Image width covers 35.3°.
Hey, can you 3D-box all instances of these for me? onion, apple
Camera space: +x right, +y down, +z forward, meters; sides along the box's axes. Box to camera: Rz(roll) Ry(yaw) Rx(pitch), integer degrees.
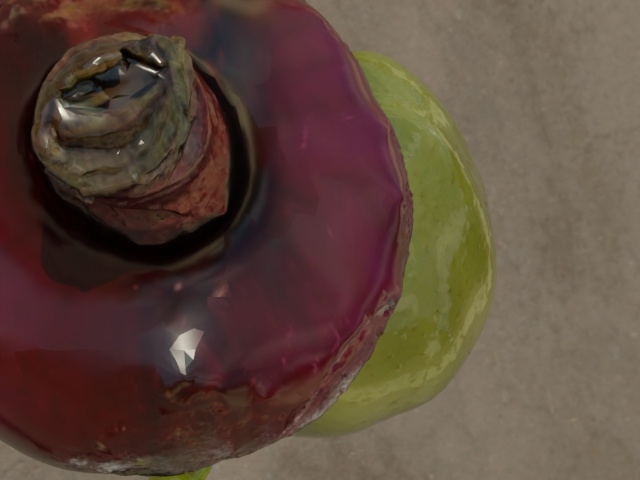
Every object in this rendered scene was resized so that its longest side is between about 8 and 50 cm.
[{"bbox_3d":[-0.114,-0.050,0.655,0.398,0.420,0.399,4,70,-10],"label":"onion"},{"bbox_3d":[0.000,0.000,1.257,0.473,0.473,0.474,15,66,-39],"label":"apple"}]

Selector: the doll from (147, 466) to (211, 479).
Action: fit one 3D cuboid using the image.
[{"bbox_3d":[-0.158,0.331,1.033,0.098,0.135,0.241,7,95,-36],"label":"doll"}]
